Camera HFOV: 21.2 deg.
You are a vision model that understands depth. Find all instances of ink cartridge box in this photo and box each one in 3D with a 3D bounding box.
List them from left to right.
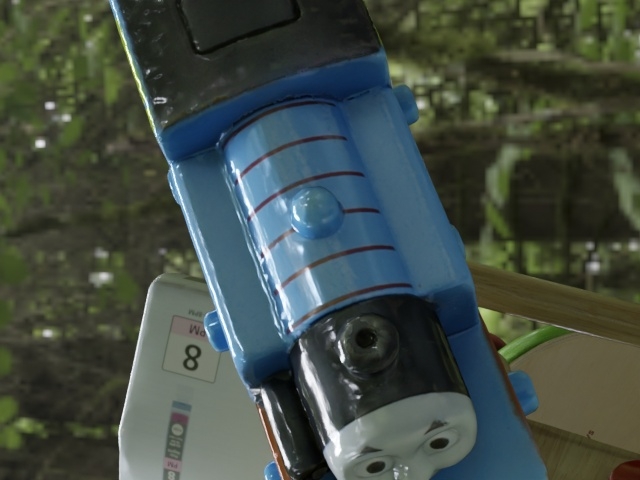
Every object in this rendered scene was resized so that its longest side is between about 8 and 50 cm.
[{"bbox_3d":[-0.019,0.150,0.910,0.066,0.189,0.232,6,-83,-77],"label":"ink cartridge box"}]

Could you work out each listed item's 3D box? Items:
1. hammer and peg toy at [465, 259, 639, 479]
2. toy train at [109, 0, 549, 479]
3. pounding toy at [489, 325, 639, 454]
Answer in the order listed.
[{"bbox_3d":[0.129,0.149,0.774,0.361,0.266,0.127,-57,-21,-53],"label":"hammer and peg toy"},{"bbox_3d":[0.000,0.000,0.455,0.105,0.080,0.184,67,-177,-63],"label":"toy train"},{"bbox_3d":[0.176,0.102,1.196,0.183,0.237,0.110,61,176,-34],"label":"pounding toy"}]
